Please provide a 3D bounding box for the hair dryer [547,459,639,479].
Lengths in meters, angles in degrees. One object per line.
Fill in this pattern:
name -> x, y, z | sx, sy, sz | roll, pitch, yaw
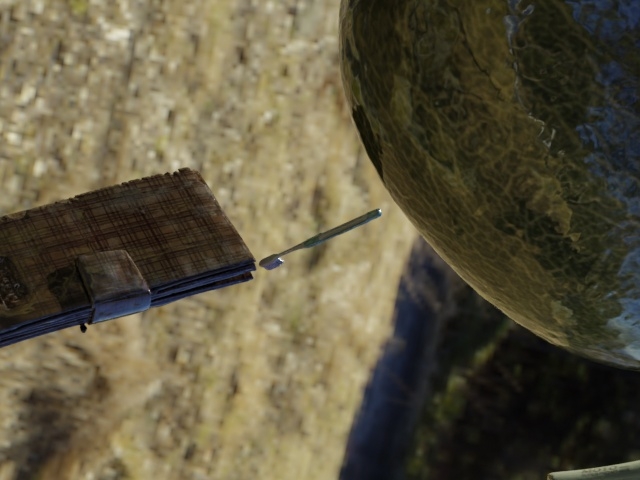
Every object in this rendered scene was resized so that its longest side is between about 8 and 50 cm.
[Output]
hair dryer -> 0.271, 0.226, 1.206 | 0.267, 0.229, 0.092 | -58, 149, -60

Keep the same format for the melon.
melon -> 0.149, -0.072, 0.877 | 0.301, 0.237, 0.237 | 51, 35, -6

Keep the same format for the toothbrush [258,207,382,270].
toothbrush -> 0.000, 0.000, 1.690 | 0.014, 0.167, 0.011 | 37, 45, -33

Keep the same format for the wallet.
wallet -> -0.175, 0.013, 1.247 | 0.230, 0.124, 0.042 | -14, 139, -26
